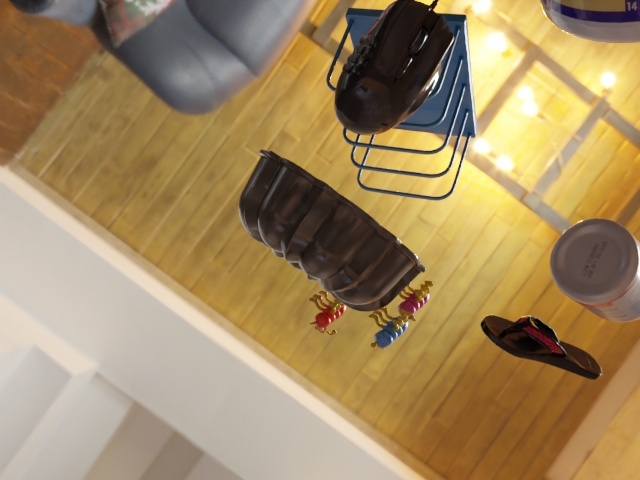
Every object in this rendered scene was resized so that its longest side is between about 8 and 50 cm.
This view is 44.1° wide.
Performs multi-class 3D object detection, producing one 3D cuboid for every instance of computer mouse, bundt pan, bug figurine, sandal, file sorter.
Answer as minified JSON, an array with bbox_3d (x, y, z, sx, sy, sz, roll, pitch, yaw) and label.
[{"bbox_3d":[0.093,-0.177,0.585,0.242,0.071,0.041,-54,-159,18],"label":"computer mouse"},{"bbox_3d":[0.000,0.000,1.271,0.124,0.331,0.331,-53,177,-3],"label":"bundt pan"},{"bbox_3d":[0.115,0.144,1.656,0.216,0.072,0.279,-34,-154,-30],"label":"bug figurine"},{"bbox_3d":[0.281,0.124,0.989,0.067,0.179,0.040,-93,-153,-57],"label":"sandal"},{"bbox_3d":[0.084,-0.132,0.795,0.170,0.118,0.104,67,37,-55],"label":"file sorter"}]

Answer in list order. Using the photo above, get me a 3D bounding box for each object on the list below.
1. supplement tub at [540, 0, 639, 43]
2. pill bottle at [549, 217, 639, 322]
[{"bbox_3d":[0.348,-0.416,0.868,0.241,0.241,0.331,-52,138,-32],"label":"supplement tub"},{"bbox_3d":[0.307,0.038,0.830,0.087,0.087,0.160,-54,143,8],"label":"pill bottle"}]
